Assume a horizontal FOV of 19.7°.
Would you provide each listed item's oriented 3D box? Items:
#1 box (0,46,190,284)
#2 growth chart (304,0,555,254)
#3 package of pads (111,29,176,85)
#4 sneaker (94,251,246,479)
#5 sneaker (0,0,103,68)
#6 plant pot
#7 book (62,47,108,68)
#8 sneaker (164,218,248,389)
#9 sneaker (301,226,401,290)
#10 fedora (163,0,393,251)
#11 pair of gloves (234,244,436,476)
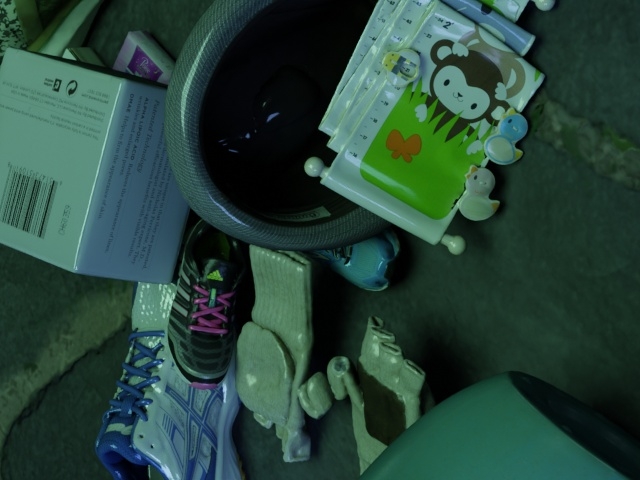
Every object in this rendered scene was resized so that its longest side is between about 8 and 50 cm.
[{"bbox_3d":[-0.214,-0.069,1.703,0.181,0.119,0.182,19,96,42],"label":"box"},{"bbox_3d":[0.092,-0.119,1.479,0.021,0.172,0.237,-108,38,-78],"label":"growth chart"},{"bbox_3d":[-0.163,-0.159,1.770,0.083,0.032,0.050,47,125,31],"label":"package of pads"},{"bbox_3d":[-0.144,0.156,1.701,0.112,0.131,0.296,-15,80,43],"label":"sneaker"},{"bbox_3d":[-0.269,-0.301,1.759,0.158,0.182,0.410,53,123,28],"label":"sneaker"},{"bbox_3d":[0.146,0.239,1.350,0.293,0.293,0.235,39,100,34],"label":"plant pot"},{"bbox_3d":[-0.220,-0.108,1.828,0.144,0.035,0.096,50,124,26],"label":"book"},{"bbox_3d":[-0.101,0.048,1.663,0.075,0.063,0.170,122,155,-59],"label":"sneaker"},{"bbox_3d":[0.000,0.000,1.601,0.162,0.073,0.063,27,109,38],"label":"sneaker"},{"bbox_3d":[-0.008,-0.125,1.541,0.275,0.243,0.124,-50,21,1],"label":"fedora"},{"bbox_3d":[0.007,0.131,1.582,0.240,0.042,0.204,34,133,37],"label":"pair of gloves"}]
